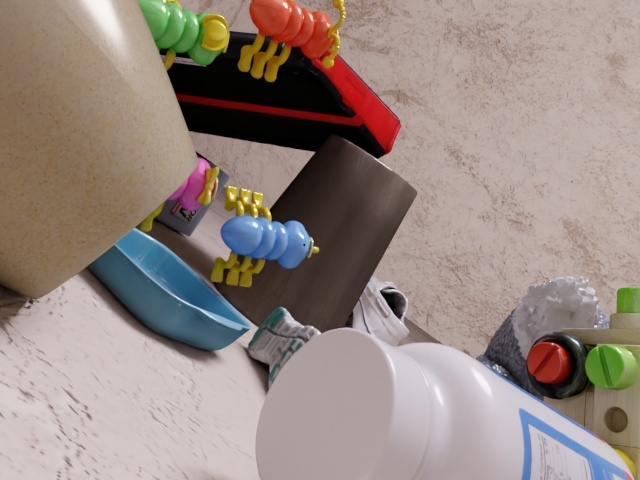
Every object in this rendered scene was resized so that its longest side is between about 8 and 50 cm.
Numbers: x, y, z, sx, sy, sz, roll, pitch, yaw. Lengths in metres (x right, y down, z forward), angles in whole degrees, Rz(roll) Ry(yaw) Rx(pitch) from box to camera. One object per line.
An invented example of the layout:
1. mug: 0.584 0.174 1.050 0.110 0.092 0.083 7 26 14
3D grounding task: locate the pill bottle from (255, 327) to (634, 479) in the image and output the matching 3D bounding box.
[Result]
1. pill bottle: 0.074 0.130 0.427 0.221 0.124 0.124 34 2 -35

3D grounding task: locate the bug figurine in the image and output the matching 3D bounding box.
1. bug figurine: -0.074 -0.100 0.641 0.216 0.279 0.072 7 -2 -38

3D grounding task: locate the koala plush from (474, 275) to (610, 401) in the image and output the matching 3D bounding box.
1. koala plush: 0.187 0.138 0.705 0.203 0.221 0.196 35 2 33

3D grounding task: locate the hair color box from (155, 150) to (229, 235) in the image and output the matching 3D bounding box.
1. hair color box: -0.323 -0.157 1.055 0.374 0.113 0.185 34 2 -45

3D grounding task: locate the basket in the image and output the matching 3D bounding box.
1. basket: 0.000 0.000 0.923 0.154 0.227 0.204 34 1 -31

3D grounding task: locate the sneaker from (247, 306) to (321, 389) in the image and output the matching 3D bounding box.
1. sneaker: -0.005 0.108 0.642 0.076 0.065 0.166 38 2 -20

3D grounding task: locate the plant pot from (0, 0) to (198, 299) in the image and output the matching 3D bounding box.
1. plant pot: -0.205 -0.108 0.424 0.274 0.256 0.256 52 -3 -16

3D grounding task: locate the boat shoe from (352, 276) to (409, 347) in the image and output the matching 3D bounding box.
1. boat shoe: 0.104 0.112 1.255 0.095 0.084 0.258 49 12 -19

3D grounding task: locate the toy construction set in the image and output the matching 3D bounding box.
1. toy construction set: 0.249 0.151 0.507 0.151 0.328 0.215 33 -25 -35

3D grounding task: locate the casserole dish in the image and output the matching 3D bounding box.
1. casserole dish: -0.136 0.033 0.623 0.188 0.037 0.114 37 2 38

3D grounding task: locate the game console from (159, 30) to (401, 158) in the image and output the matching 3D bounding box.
1. game console: -0.115 -0.190 0.938 0.386 0.060 0.342 11 -7 21

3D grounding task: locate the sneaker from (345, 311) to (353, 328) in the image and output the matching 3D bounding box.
1. sneaker: 0.006 0.087 1.344 0.170 0.063 0.075 40 -2 24
